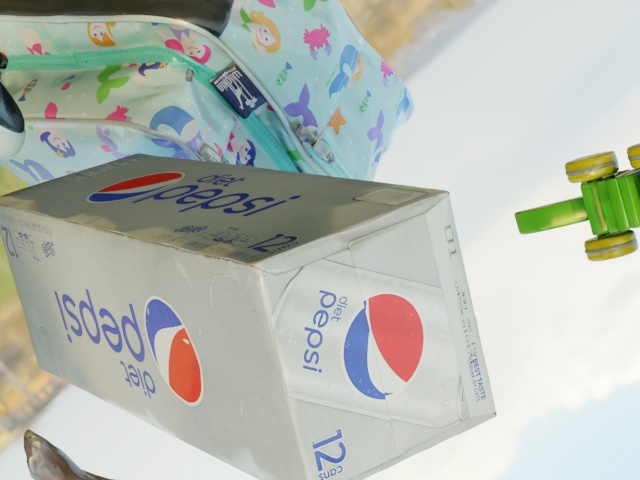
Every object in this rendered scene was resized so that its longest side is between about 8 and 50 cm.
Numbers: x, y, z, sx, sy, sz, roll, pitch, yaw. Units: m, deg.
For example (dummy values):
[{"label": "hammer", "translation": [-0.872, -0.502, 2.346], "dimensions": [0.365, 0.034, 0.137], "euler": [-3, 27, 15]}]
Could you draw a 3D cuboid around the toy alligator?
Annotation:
[{"label": "toy alligator", "translation": [0.194, -0.029, 0.781], "dimensions": [0.189, 0.056, 0.051], "euler": [-13, -175, 36]}]

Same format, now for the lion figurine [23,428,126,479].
[{"label": "lion figurine", "translation": [-0.004, 0.263, 0.689], "dimensions": [0.240, 0.392, 0.142], "euler": [-8, -173, -11]}]

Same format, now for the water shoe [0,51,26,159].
[{"label": "water shoe", "translation": [-0.167, -0.115, 0.617], "dimensions": [0.080, 0.203, 0.073], "euler": [-42, -135, -7]}]

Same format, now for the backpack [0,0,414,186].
[{"label": "backpack", "translation": [-0.073, -0.086, 0.914], "dimensions": [0.225, 0.253, 0.191], "euler": [6, -110, 38]}]

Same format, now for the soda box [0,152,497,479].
[{"label": "soda box", "translation": [-0.049, 0.025, 0.657], "dimensions": [0.091, 0.098, 0.286], "euler": [-21, -164, -28]}]
